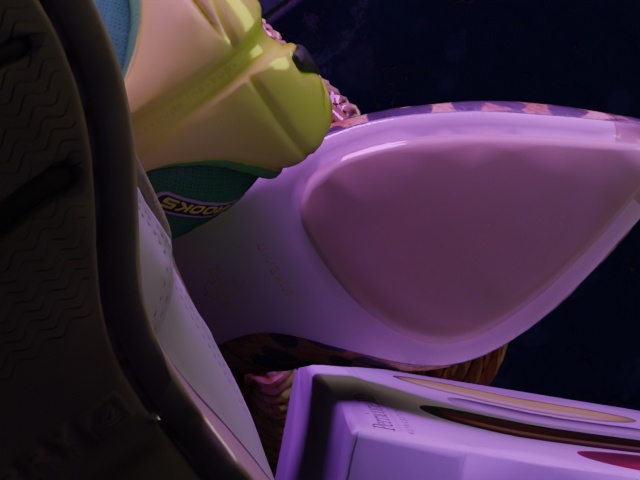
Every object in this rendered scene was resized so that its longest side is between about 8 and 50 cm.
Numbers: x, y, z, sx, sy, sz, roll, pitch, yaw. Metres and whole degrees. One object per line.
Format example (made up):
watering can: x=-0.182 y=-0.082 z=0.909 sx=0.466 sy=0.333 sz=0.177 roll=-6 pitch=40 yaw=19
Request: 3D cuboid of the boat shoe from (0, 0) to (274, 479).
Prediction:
boat shoe: x=-0.088 y=0.006 z=0.397 sx=0.103 sy=0.113 sz=0.302 roll=47 pitch=-17 yaw=50

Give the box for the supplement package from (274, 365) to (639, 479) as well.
supplement package: x=0.086 y=0.139 z=0.675 sx=0.203 sy=0.149 sz=0.194 roll=10 pitch=3 yaw=-7

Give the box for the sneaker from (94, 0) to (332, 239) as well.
sneaker: x=-0.093 y=-0.043 z=0.600 sx=0.109 sy=0.123 sz=0.295 roll=56 pitch=-11 yaw=-10

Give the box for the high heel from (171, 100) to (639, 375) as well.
high heel: x=0.000 y=0.000 z=0.691 sx=0.186 sy=0.261 sz=0.093 roll=-110 pitch=179 yaw=-82

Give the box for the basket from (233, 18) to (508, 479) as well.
basket: x=-0.086 y=0.021 z=0.930 sx=0.299 sy=0.213 sz=0.223 roll=45 pitch=32 yaw=23
